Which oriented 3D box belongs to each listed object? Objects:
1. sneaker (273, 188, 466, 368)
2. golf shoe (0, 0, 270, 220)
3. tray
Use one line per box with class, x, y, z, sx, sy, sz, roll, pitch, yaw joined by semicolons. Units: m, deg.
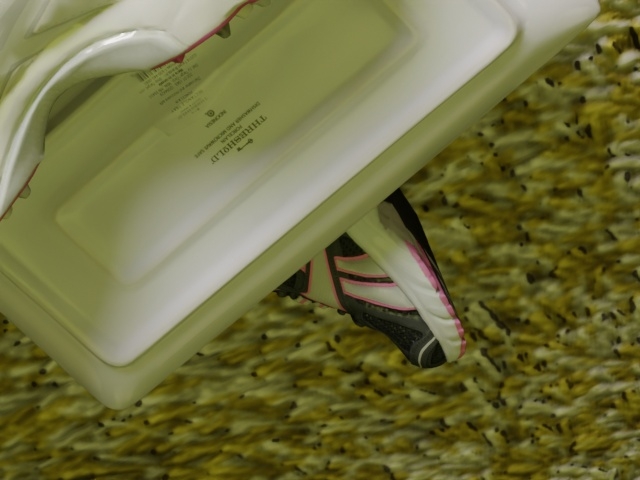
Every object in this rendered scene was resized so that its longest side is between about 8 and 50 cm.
sneaker;0.000;0.000;0.845;0.077;0.072;0.178;-28;129;11
golf shoe;-0.134;-0.083;0.653;0.306;0.115;0.140;-42;128;9
tray;-0.035;-0.049;0.744;0.270;0.030;0.145;-40;111;16
